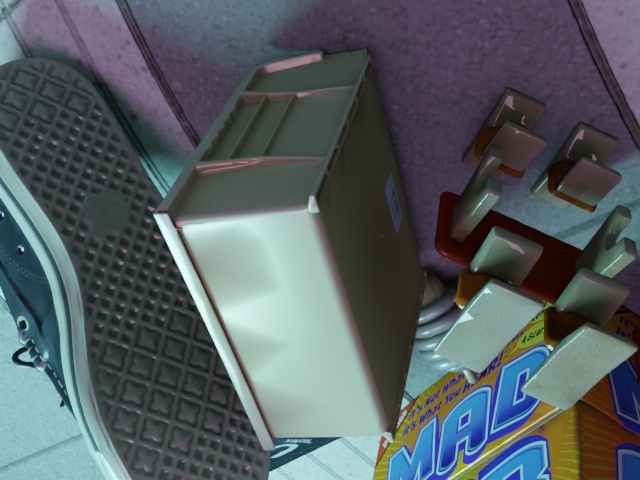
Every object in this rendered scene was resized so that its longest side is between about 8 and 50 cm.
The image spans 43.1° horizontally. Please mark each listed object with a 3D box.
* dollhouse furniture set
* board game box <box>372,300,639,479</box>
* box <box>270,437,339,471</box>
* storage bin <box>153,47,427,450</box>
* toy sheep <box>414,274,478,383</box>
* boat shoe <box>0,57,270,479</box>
[{"bbox_3d":[0.217,0.031,0.695,0.259,0.262,0.135,24,132,-5],"label":"dollhouse furniture set"},{"bbox_3d":[0.281,0.335,0.855,0.357,0.356,0.356,32,129,-12],"label":"board game box"},{"bbox_3d":[-0.083,0.177,0.927,0.165,0.143,0.270,15,141,-43],"label":"box"},{"bbox_3d":[0.000,0.000,0.724,0.123,0.260,0.262,-5,126,20],"label":"storage bin"},{"bbox_3d":[0.140,0.097,0.879,0.091,0.091,0.132,-26,93,30],"label":"toy sheep"},{"bbox_3d":[-0.205,0.063,0.790,0.500,0.187,0.156,60,141,10],"label":"boat shoe"}]
